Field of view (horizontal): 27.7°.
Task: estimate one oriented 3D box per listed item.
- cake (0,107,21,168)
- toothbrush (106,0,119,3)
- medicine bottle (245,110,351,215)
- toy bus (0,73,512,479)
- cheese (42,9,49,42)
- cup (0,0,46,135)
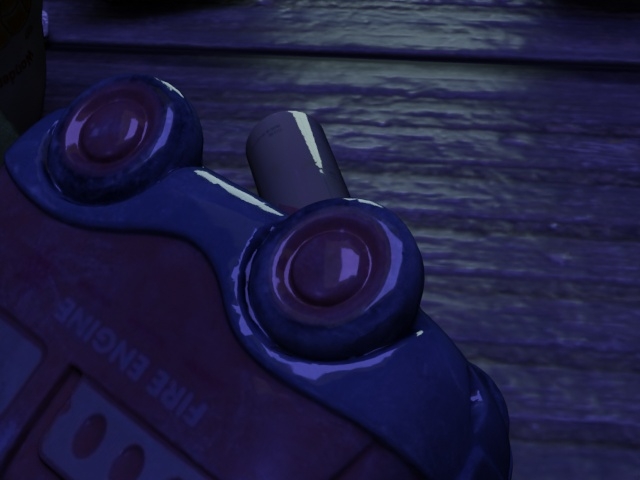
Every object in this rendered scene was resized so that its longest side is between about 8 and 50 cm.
[{"bbox_3d":[-0.275,0.061,0.775,0.284,0.172,0.158,-28,26,22],"label":"cake"},{"bbox_3d":[-0.272,-0.273,1.228,0.019,0.025,0.276,-28,42,-37],"label":"toothbrush"},{"bbox_3d":[0.000,0.000,0.827,0.059,0.059,0.231,-9,38,-8],"label":"medicine bottle"},{"bbox_3d":[-0.065,0.084,0.612,0.294,0.197,0.231,32,77,31],"label":"toy bus"},{"bbox_3d":[-0.353,-0.178,1.074,0.252,0.054,0.127,0,61,-13],"label":"cheese"},{"bbox_3d":[-0.327,-0.178,0.932,0.255,0.202,0.173,2,35,-7],"label":"cup"}]
